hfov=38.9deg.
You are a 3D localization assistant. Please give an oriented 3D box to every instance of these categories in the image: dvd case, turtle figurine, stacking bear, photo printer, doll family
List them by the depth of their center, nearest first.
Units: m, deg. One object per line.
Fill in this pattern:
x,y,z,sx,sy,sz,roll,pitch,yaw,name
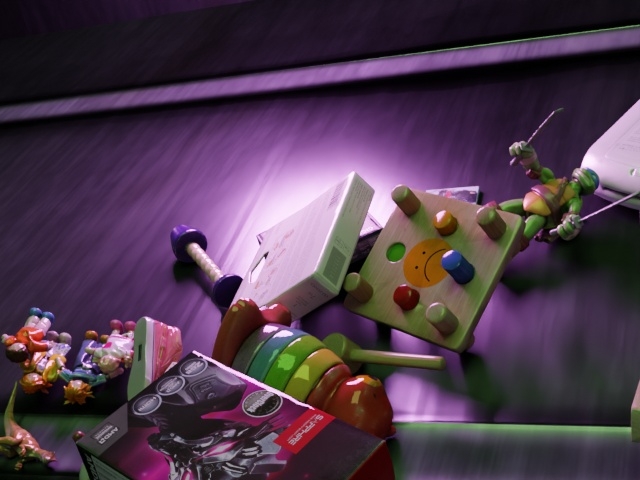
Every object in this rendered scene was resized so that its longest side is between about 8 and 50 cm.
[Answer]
-0.015,0.227,1.412,0.289,0.175,0.164,26,94,29,stacking bear
0.373,-0.078,1.609,0.266,0.198,0.274,-35,-4,2,turtle figurine
-0.462,0.230,1.682,0.263,0.118,0.163,6,30,3,doll family
0.662,-0.163,1.710,0.256,0.107,0.307,20,49,42,photo printer
0.262,-0.078,1.855,0.119,0.013,0.087,-4,36,21,dvd case

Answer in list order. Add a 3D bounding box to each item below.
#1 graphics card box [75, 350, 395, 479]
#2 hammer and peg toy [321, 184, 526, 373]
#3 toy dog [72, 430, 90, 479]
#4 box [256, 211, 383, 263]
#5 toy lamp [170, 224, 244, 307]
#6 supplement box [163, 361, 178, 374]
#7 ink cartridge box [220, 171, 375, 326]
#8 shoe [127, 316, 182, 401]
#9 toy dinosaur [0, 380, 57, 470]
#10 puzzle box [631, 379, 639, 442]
-0.117,0.297,1.203,0.371,0.094,0.233,18,42,38,graphics card box
0.170,0.091,1.532,0.266,0.127,0.361,17,73,41,hammer and peg toy
-0.240,0.320,1.381,0.333,0.161,0.220,-26,35,-13,toy dog
0.000,0.000,1.828,0.220,0.051,0.175,-25,34,-10,box
-0.238,0.042,1.853,0.080,0.080,0.274,-30,35,-17,toy lamp
-0.215,0.249,1.561,0.098,0.062,0.036,4,41,30,supplement box
-0.038,0.033,1.685,0.261,0.066,0.296,-32,23,38,ink cartridge box
-0.293,0.228,1.625,0.063,0.081,0.178,-29,52,42,shoe
-0.532,0.347,1.582,0.112,0.064,0.211,-25,42,-33,toy dinosaur
0.594,0.163,1.233,0.272,0.052,0.409,3,24,27,puzzle box
